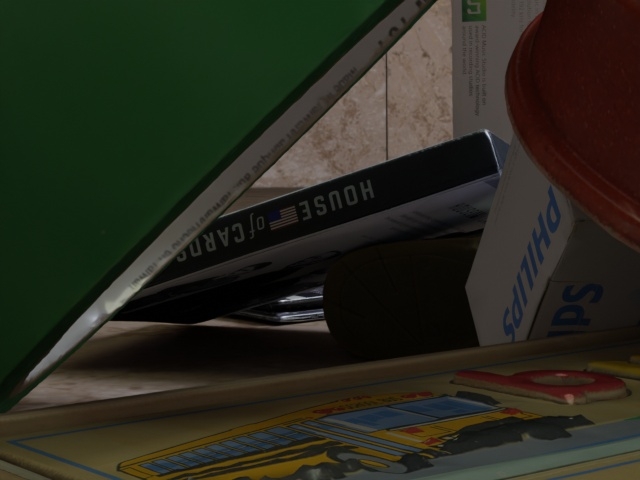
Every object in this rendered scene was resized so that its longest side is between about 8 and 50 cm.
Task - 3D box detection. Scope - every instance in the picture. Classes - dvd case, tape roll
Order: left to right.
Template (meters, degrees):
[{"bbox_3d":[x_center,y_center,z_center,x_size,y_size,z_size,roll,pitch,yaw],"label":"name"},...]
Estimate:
[{"bbox_3d":[-0.050,-0.053,0.555,0.321,0.077,0.321,-45,1,1],"label":"tape roll"},{"bbox_3d":[0.000,0.000,0.828,0.238,0.030,0.179,-18,-10,16],"label":"dvd case"},{"bbox_3d":[0.005,0.032,1.064,0.221,0.018,0.164,-4,7,-41],"label":"dvd case"}]

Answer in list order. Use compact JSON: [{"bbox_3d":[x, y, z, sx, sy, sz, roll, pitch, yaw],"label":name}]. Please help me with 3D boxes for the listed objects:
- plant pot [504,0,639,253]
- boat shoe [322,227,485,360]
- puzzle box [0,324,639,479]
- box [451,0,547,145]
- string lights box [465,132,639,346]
[{"bbox_3d":[0.213,-0.147,0.486,0.272,0.265,0.272,4,34,-3],"label":"plant pot"},{"bbox_3d":[0.115,0.022,0.795,0.223,0.080,0.073,-4,9,17],"label":"boat shoe"},{"bbox_3d":[0.058,0.072,0.361,0.409,0.052,0.272,-4,6,-38],"label":"puzzle box"},{"bbox_3d":[0.246,-0.081,1.102,0.322,0.232,0.058,3,7,34],"label":"box"},{"bbox_3d":[0.203,0.005,0.627,0.259,0.077,0.133,-1,-39,-10],"label":"string lights box"}]
